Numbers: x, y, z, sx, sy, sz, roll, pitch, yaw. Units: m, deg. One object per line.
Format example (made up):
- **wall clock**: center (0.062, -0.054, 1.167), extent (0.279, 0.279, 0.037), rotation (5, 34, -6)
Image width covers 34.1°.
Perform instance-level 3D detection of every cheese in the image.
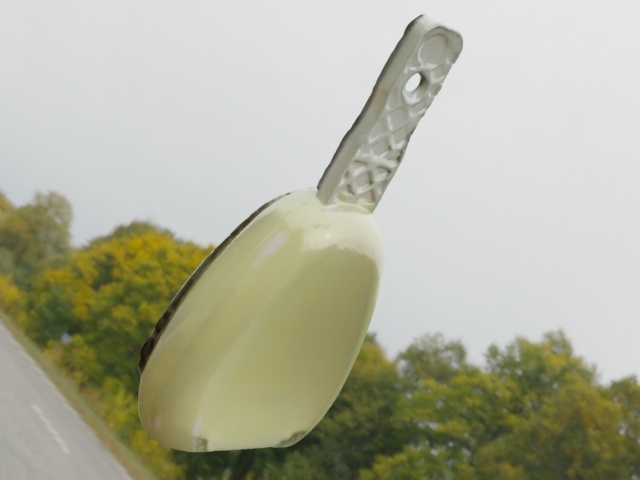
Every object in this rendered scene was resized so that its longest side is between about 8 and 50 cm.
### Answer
- **cheese**: center (0.000, 0.000, 0.536), extent (0.127, 0.251, 0.054), rotation (8, 28, -47)
